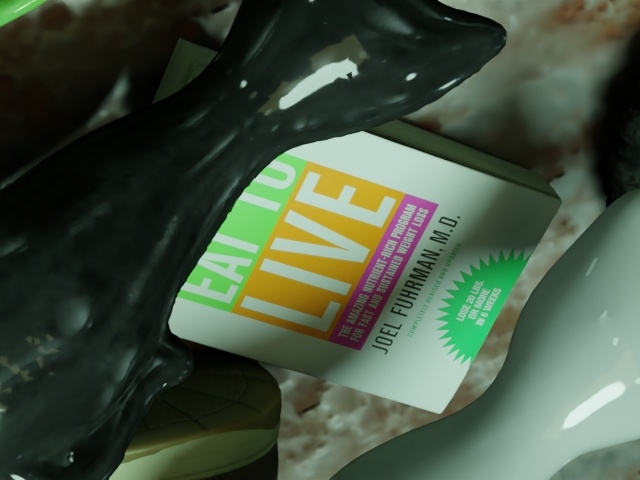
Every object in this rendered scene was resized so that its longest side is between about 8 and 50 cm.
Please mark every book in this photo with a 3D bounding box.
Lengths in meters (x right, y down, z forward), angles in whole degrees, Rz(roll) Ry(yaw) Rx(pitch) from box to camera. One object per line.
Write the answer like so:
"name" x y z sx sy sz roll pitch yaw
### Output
"book" 0.000 0.000 0.542 0.144 0.035 0.096 17 111 -23

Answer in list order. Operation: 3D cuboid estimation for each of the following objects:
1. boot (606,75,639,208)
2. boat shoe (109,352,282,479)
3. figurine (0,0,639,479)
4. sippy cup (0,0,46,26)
"boot" 0.218 0.101 0.518 0.131 0.260 0.348 -15 113 -21
"boat shoe" -0.117 0.099 0.521 0.223 0.080 0.073 -13 111 -15
"figurine" 0.008 0.030 0.458 0.209 0.092 0.215 -44 100 -9
"sippy cup" -0.141 -0.197 0.320 0.224 0.305 0.240 -44 73 -6
